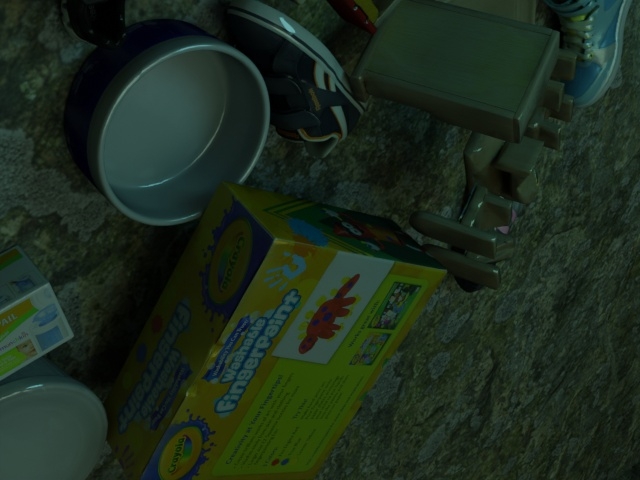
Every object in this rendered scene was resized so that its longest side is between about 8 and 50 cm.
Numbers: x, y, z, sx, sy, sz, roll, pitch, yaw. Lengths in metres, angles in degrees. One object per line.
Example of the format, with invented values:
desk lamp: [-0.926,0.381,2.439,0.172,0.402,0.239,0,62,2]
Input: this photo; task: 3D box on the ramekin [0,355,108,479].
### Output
ramekin: [-0.456,0.280,1.351,0.273,0.127,0.273,-26,135,-29]

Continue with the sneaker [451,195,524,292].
sneaker: [0.357,-0.038,1.900,0.131,0.112,0.319,-13,129,-34]

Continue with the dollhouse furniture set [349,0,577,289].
dollhouse furniture set: [0.225,-0.185,1.503,0.362,0.256,0.394,-63,159,-17]

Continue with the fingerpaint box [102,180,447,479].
fingerpaint box: [-0.076,0.158,1.450,0.371,0.163,0.445,10,117,-44]

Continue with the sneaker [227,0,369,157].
sneaker: [-0.041,-0.221,1.358,0.321,0.126,0.127,35,83,-52]

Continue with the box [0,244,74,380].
box: [-0.452,0.117,1.247,0.203,0.103,0.114,-33,138,-22]

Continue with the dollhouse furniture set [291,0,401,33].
dollhouse furniture set: [-0.076,-0.377,1.163,0.152,0.201,0.374,-53,147,2]

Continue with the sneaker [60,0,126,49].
sneaker: [-0.267,-0.320,1.083,0.078,0.106,0.234,-30,137,-25]

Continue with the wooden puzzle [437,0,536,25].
wooden puzzle: [0.268,-0.363,1.622,0.239,0.044,0.221,-28,136,-19]

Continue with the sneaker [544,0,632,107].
sneaker: [0.462,-0.398,1.715,0.208,0.127,0.319,-9,115,-42]

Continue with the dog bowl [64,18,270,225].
dog bowl: [-0.204,-0.158,1.272,0.265,0.104,0.265,-26,135,-29]
